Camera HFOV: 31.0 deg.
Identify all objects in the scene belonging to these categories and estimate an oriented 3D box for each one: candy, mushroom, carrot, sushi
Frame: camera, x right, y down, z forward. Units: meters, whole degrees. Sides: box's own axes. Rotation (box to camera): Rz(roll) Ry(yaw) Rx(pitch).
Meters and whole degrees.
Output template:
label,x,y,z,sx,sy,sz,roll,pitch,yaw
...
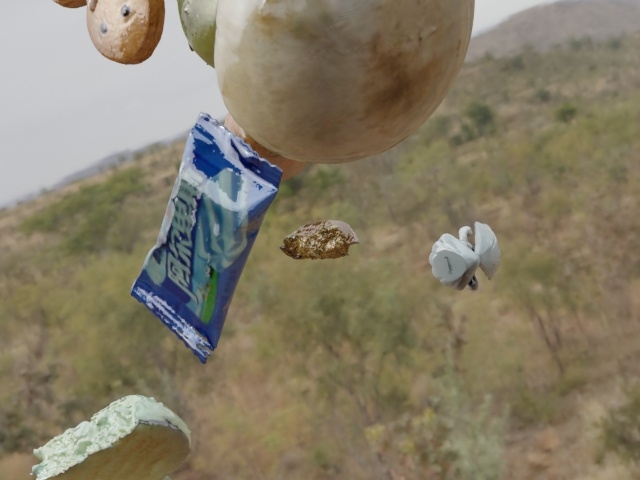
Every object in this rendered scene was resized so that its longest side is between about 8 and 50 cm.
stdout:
label,x,y,z,sx,sy,sz,roll,pitch,yaw
candy,-0.171,-0.003,1.677,0.077,0.187,0.331,-13,-47,-51
mushroom,0.011,-0.167,0.863,0.178,0.226,0.226,18,31,36
carrot,-0.088,-0.176,1.812,0.159,0.159,0.225,-21,-1,2
sushi,0.002,0.003,1.615,0.118,0.061,0.060,-20,23,29

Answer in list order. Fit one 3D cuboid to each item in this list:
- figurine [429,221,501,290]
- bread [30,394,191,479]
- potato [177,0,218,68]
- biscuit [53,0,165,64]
label,x,y,z,sx,sy,sz,roll,pitch,yaw
figurine,0.207,0.024,1.592,0.082,0.094,0.086,-8,12,37
bread,-0.236,0.253,1.285,0.172,0.232,0.064,-1,43,-17
potato,-0.059,-0.297,1.289,0.210,0.173,0.307,-38,34,21
biscuit,-0.271,-0.366,1.399,0.205,0.324,0.049,-21,-7,36
